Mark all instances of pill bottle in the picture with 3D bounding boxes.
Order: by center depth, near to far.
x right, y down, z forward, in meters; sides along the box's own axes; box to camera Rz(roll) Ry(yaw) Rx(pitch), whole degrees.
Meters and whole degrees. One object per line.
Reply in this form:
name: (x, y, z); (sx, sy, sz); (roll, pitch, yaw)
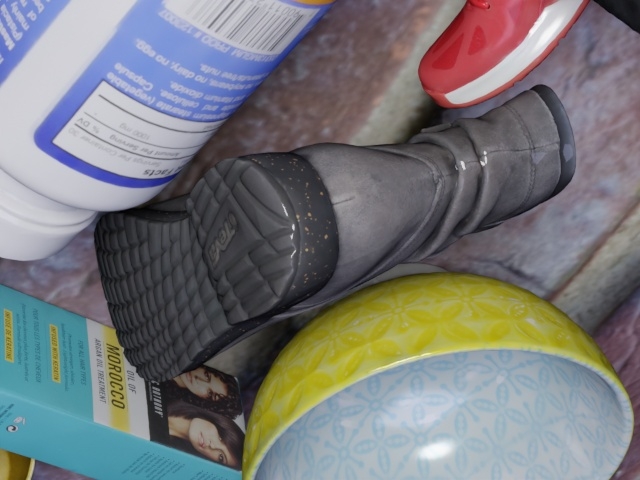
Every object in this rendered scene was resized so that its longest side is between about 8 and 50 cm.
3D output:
pill bottle: (-0.110, -0.113, 0.750); (0.152, 0.152, 0.272); (23, 128, -34)

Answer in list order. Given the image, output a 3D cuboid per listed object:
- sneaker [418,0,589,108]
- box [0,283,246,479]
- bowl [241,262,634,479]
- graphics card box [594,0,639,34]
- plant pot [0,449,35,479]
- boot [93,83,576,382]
sneaker: (0.107, -0.185, 0.797); (0.128, 0.087, 0.221); (33, 113, -27)
box: (-0.165, 0.120, 1.031); (0.244, 0.100, 0.060); (26, 126, -36)
bowl: (0.072, 0.111, 1.042); (0.289, 0.156, 0.289); (-8, 139, -7)
graphics card box: (0.248, -0.285, 0.620); (0.233, 0.094, 0.371); (-20, 140, -30)
plant pot: (-0.278, 0.169, 1.051); (0.134, 0.134, 0.095); (-8, 163, -6)
boot: (0.000, 0.000, 0.884); (0.223, 0.118, 0.338); (-17, -178, -30)
